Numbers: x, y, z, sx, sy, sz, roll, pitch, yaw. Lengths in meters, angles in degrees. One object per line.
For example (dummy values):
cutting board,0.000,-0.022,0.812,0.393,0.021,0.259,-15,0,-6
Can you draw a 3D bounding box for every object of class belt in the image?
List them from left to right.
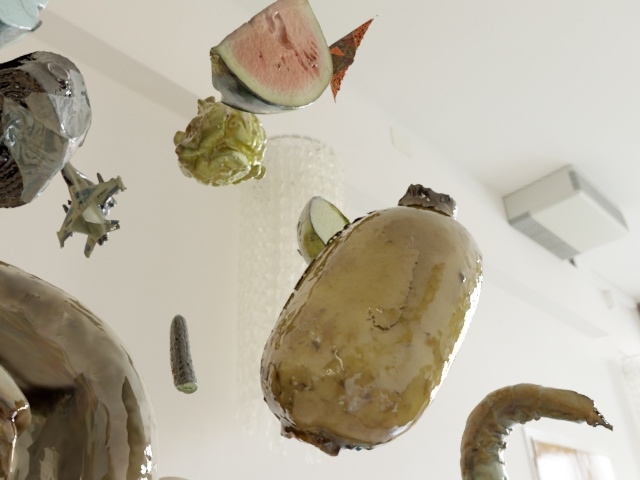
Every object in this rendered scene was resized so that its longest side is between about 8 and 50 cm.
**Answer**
belt,-0.510,-0.177,0.962,0.184,0.164,0.289,40,-62,-21

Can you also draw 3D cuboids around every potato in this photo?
potato,0.000,0.000,1.376,0.160,0.271,0.111,38,-68,-18

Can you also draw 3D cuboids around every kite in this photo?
kite,0.041,-0.433,1.350,0.125,0.222,0.008,28,3,44

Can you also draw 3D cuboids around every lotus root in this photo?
lotus root,0.056,0.063,0.537,0.160,0.284,0.146,21,-26,18

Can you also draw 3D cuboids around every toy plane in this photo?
toy plane,-0.476,-0.095,1.161,0.192,0.262,0.088,-38,-32,14

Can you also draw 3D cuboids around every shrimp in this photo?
shrimp,0.343,0.342,1.004,0.287,0.185,0.068,-44,-50,14

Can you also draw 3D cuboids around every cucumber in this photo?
cucumber,-0.323,0.257,1.335,0.052,0.214,0.058,12,-54,-31

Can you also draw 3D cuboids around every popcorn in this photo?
popcorn,-0.203,-0.201,1.177,0.188,0.185,0.167,13,5,18

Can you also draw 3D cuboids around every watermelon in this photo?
watermelon,-0.086,-0.281,0.951,0.128,0.303,0.159,-20,-64,39

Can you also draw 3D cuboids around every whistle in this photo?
whistle,-0.666,-0.484,1.202,0.168,0.405,0.188,-23,-79,21

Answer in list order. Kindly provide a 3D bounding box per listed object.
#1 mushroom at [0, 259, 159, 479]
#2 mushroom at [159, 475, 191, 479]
mushroom,-0.284,0.160,0.380,0.362,0.362,0.294,14,-36,-25
mushroom,-0.287,0.578,1.146,0.206,0.206,0.209,7,-66,-15
